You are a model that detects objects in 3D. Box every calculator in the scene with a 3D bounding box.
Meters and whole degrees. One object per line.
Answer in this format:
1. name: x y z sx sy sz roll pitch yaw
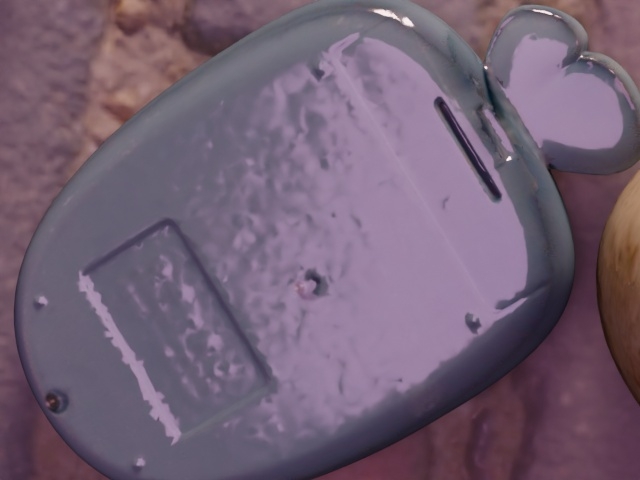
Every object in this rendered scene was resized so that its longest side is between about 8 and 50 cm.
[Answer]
1. calculator: 0.000 0.000 0.854 0.303 0.042 0.188 -33 87 15

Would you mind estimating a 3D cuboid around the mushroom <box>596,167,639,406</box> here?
1. mushroom: 0.234 0.030 0.739 0.254 0.189 0.195 24 101 5
